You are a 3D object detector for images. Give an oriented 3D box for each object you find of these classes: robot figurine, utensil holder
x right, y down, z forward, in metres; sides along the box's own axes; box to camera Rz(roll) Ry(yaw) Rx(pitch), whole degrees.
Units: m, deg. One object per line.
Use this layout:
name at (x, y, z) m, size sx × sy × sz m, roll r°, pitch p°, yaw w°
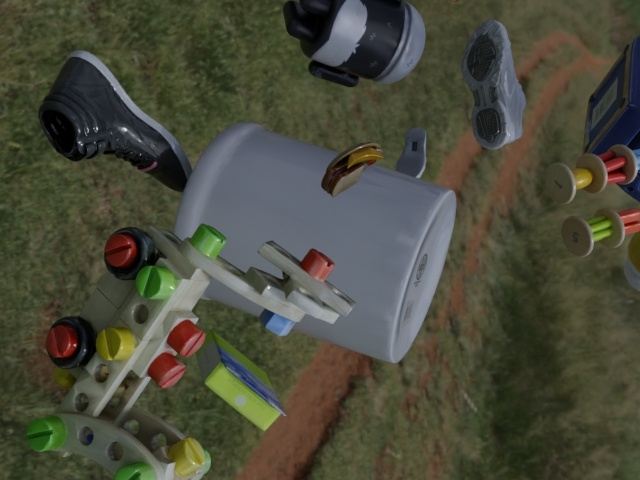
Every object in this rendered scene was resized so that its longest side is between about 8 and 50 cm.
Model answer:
robot figurine at (0.068, -0.410, 1.534) m, size 0.278 × 0.209 × 0.173 m, roll 15°, pitch 80°, yaw -24°
utensil holder at (0.000, 0.000, 1.351) m, size 0.327 × 0.386 × 0.327 m, roll 18°, pitch 90°, yaw -72°

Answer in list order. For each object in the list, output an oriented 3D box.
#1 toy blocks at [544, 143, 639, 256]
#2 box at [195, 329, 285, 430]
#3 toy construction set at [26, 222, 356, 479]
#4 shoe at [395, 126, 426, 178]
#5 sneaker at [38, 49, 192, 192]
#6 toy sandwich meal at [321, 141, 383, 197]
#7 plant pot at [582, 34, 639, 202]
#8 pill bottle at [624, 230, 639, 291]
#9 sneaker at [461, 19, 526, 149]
toy blocks at (0.367, -0.055, 0.998) m, size 0.148 × 0.054 × 0.123 m, roll -16°, pitch 88°, yaw -21°
box at (-0.111, 0.188, 1.072) m, size 0.109 × 0.042 × 0.178 m, roll 42°, pitch -2°, yaw -15°
toy construction set at (-0.129, 0.112, 0.723) m, size 0.327 × 0.215 × 0.151 m, roll -49°, pitch 157°, yaw -5°
shoe at (0.210, -0.170, 1.796) m, size 0.081 × 0.064 × 0.178 m, roll 79°, pitch 20°, yaw -47°
sneaker at (-0.339, -0.153, 1.300) m, size 0.295 × 0.105 × 0.146 m, roll 49°, pitch 50°, yaw -27°
toy sandwich meal at (0.040, -0.085, 0.949) m, size 0.029 × 0.086 × 0.086 m, roll 60°, pitch 22°, yaw 17°
plant pot at (0.596, -0.210, 1.393) m, size 0.236 × 0.212 × 0.235 m, roll 111°, pitch -3°, yaw -58°
pill bottle at (0.535, 0.008, 1.220) m, size 0.184 × 0.103 × 0.103 m, roll 94°, pitch 0°, yaw -58°
sneaker at (0.327, -0.286, 1.463) m, size 0.115 × 0.090 × 0.232 m, roll -11°, pitch 100°, yaw -47°
